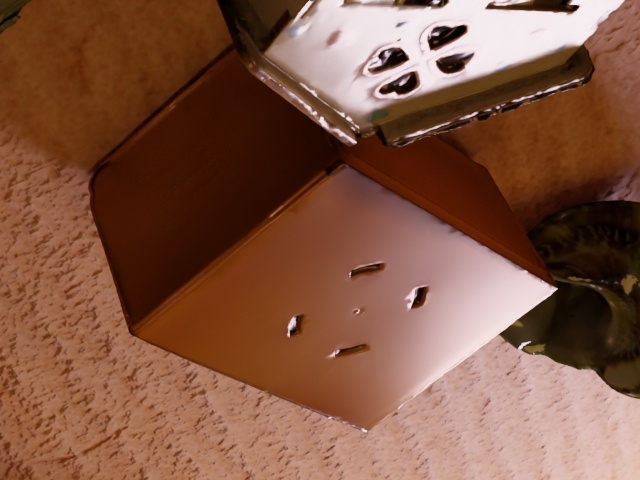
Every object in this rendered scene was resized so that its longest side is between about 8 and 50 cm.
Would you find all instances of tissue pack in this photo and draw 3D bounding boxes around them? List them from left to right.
[{"bbox_3d":[0.000,0.000,1.308,0.194,0.145,0.274,-40,142,17],"label":"tissue pack"}]

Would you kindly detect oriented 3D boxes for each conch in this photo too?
[{"bbox_3d":[0.240,0.049,1.516,0.187,0.124,0.181,-10,125,26],"label":"conch"}]

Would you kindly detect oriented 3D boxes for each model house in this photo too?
[{"bbox_3d":[0.071,-0.181,1.118,0.326,0.169,0.244,-4,148,-36],"label":"model house"}]

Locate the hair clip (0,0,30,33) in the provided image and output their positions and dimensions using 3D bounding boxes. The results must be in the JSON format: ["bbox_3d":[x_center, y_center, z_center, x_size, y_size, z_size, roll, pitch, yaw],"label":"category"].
[{"bbox_3d":[-0.169,-0.152,1.000,0.321,0.091,0.138,-22,-167,32],"label":"hair clip"}]
